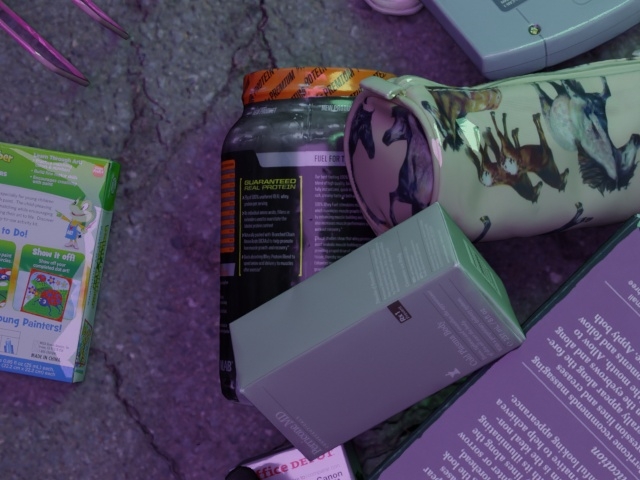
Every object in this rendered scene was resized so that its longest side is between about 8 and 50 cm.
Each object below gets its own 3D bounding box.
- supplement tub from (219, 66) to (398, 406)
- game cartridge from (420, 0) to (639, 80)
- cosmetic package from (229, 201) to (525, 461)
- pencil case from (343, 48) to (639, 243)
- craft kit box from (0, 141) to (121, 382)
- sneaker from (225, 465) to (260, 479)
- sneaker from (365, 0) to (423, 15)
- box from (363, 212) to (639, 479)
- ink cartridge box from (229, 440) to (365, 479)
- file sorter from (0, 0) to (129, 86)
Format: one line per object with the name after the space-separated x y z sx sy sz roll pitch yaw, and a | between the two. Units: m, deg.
0.000 0.000 1.896 0.207 0.207 0.338 1 88 8 | supplement tub
0.250 -0.287 1.888 0.297 0.062 0.198 -30 64 -9 | game cartridge
0.047 0.085 1.693 0.238 0.107 0.127 -34 126 14 | cosmetic package
0.224 -0.099 1.805 0.410 0.160 0.183 -9 103 -26 | pencil case
-0.361 0.014 2.024 0.250 0.061 0.246 10 91 8 | craft kit box
0.002 0.341 1.868 0.130 0.109 0.286 -32 94 0 | sneaker
0.073 -0.383 1.951 0.110 0.118 0.292 -2 89 6 | sneaker
0.239 0.188 1.810 0.395 0.293 0.212 -45 82 4 | box
-0.007 0.299 1.950 0.127 0.072 0.175 -20 85 8 | ink cartridge box
-0.236 -0.328 1.951 0.182 0.202 0.290 42 93 5 | file sorter
